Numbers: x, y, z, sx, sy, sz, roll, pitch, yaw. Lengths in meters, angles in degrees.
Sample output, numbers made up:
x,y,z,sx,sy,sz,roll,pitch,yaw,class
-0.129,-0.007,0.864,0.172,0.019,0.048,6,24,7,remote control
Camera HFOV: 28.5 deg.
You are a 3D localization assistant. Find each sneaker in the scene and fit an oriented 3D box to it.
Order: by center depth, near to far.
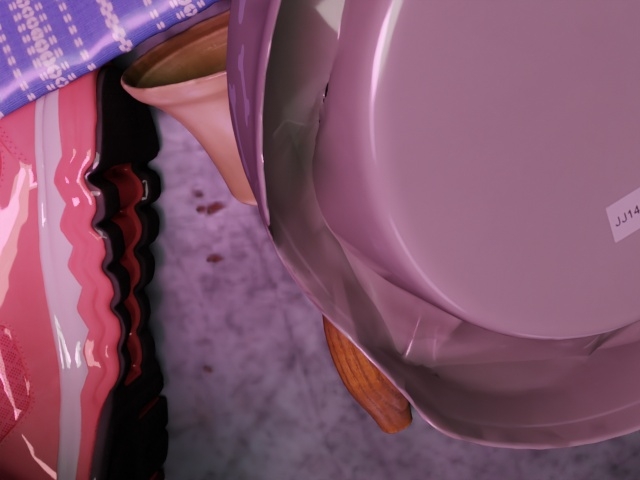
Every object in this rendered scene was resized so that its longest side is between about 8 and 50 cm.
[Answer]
x,y,z,sx,sy,sz,roll,pitch,yaw,class
-0.161,0.061,0.681,0.136,0.116,0.314,2,95,11,sneaker

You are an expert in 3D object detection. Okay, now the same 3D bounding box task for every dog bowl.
x,y,z,sx,sy,sz,roll,pitch,yaw,class
0.116,-0.082,0.572,0.348,0.102,0.349,-10,115,-21,dog bowl

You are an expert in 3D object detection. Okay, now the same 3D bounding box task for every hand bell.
x,y,z,sx,sy,sz,roll,pitch,yaw,class
0.000,0.000,0.670,0.126,0.126,0.242,-19,113,5,hand bell

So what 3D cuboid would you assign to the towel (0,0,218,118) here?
x,y,z,sx,sy,sz,roll,pitch,yaw,class
-0.105,-0.220,0.611,0.336,0.040,0.243,-27,82,7,towel
